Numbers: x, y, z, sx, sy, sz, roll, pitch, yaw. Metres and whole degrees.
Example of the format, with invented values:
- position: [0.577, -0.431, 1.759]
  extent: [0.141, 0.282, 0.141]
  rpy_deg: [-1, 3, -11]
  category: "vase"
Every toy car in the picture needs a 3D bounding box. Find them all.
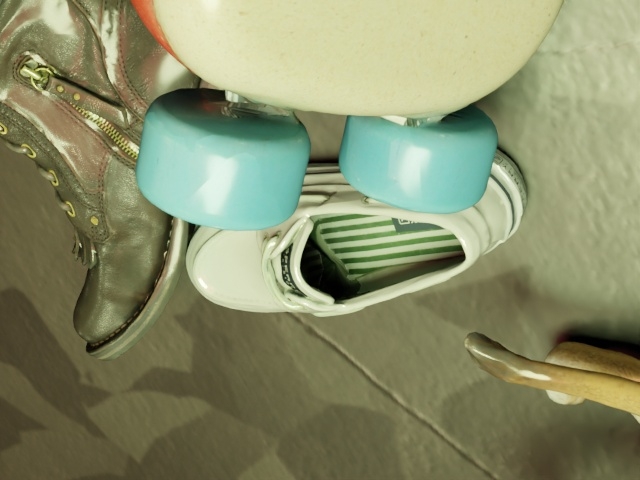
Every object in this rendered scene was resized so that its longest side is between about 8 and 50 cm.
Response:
- position: [-0.026, -0.155, 0.688]
  extent: [0.238, 0.210, 0.219]
  rpy_deg: [38, 124, 45]
  category: "toy car"

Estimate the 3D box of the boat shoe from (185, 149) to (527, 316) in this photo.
- position: [0.000, 0.000, 0.805]
  extent: [0.226, 0.076, 0.083]
  rpy_deg: [-19, 107, 38]
  category: "boat shoe"

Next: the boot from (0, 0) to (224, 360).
- position: [-0.165, -0.071, 0.807]
  extent: [0.229, 0.091, 0.263]
  rpy_deg: [20, 120, -9]
  category: "boot"

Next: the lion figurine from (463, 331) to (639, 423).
- position: [0.223, 0.211, 0.736]
  extent: [0.240, 0.142, 0.392]
  rpy_deg: [4, 130, 53]
  category: "lion figurine"
